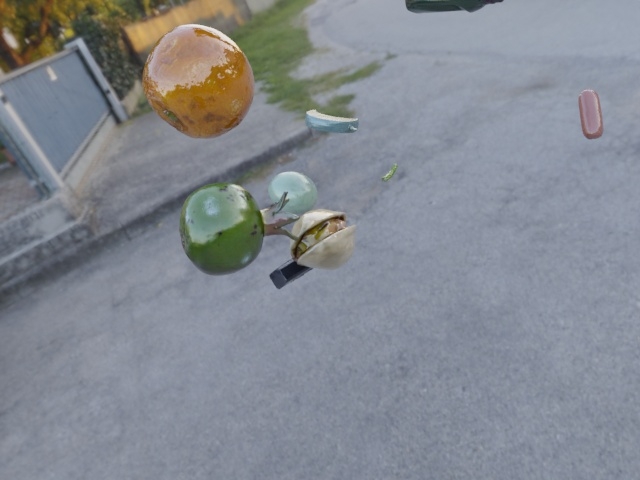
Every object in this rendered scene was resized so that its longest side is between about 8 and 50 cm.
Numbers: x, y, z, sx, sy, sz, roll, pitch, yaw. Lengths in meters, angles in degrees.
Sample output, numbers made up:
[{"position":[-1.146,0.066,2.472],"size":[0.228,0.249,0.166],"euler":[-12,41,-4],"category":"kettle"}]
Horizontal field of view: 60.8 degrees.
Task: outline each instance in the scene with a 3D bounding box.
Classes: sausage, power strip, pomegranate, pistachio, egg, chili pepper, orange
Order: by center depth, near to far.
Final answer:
[{"position":[-0.154,-0.026,1.039],"size":[0.224,0.182,0.181],"euler":[-8,24,-12],"category":"pomegranate"},{"position":[-0.281,-0.367,1.277],"size":[0.261,0.261,0.261],"euler":[-20,27,11],"category":"orange"},{"position":[0.169,-0.165,1.346],"size":[0.017,0.030,0.083],"euler":[26,49,15],"category":"chili pepper"},{"position":[0.000,0.000,1.635],"size":[0.214,0.193,0.318],"euler":[-42,-12,10],"category":"pistachio"},{"position":[0.838,-0.392,1.694],"size":[0.062,0.154,0.062],"euler":[-3,-9,-1],"category":"sausage"},{"position":[-0.100,-0.173,1.970],"size":[0.192,0.149,0.149],"euler":[24,50,25],"category":"egg"},{"position":[0.046,-0.481,2.234],"size":[0.253,0.054,0.167],"euler":[19,27,23],"category":"power strip"}]

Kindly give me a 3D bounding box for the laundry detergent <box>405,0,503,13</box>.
[{"position":[0.315,-0.565,1.264],"size":[0.144,0.078,0.221],"euler":[-28,37,-36],"category":"laundry detergent"}]

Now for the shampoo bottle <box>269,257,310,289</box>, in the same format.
[{"position":[-0.025,0.057,1.831],"size":[0.309,0.071,0.098],"euler":[-30,-7,-32],"category":"shampoo bottle"}]
